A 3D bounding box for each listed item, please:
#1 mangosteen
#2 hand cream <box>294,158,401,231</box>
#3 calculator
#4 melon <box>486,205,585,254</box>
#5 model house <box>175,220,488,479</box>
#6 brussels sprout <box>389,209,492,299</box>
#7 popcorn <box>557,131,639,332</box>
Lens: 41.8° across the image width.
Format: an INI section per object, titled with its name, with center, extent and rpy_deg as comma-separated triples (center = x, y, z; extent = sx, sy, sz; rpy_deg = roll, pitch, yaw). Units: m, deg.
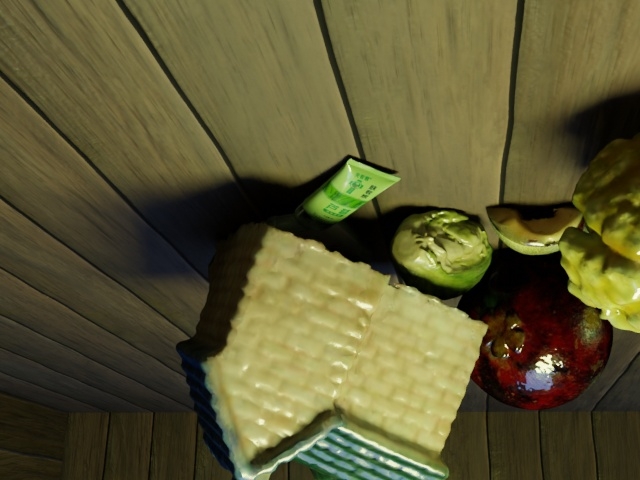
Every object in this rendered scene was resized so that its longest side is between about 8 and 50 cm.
[mangosteen]
center = 0.394, 0.163, 1.550
extent = 0.312, 0.311, 0.311
rpy_deg = 1, 160, 0
[hand cream]
center = 0.029, -0.065, 1.262
extent = 0.095, 0.045, 0.175
rpy_deg = 19, 146, -31
[calculator]
center = 0.000, 0.000, 1.454
extent = 0.141, 0.045, 0.246
rpy_deg = -7, 159, 22
[melon]
center = 0.353, -0.008, 1.355
extent = 0.160, 0.079, 0.128
rpy_deg = -3, 158, 12
[model house]
center = -0.018, 0.237, 1.389
extent = 0.446, 0.399, 0.395
rpy_deg = 24, 167, -16
[brussels sprout]
center = 0.191, 0.028, 1.390
extent = 0.183, 0.131, 0.145
rpy_deg = 5, 155, -23
[popcorn]
center = 0.465, -0.025, 1.048
extent = 0.336, 0.274, 0.279
rpy_deg = -33, 125, -11
